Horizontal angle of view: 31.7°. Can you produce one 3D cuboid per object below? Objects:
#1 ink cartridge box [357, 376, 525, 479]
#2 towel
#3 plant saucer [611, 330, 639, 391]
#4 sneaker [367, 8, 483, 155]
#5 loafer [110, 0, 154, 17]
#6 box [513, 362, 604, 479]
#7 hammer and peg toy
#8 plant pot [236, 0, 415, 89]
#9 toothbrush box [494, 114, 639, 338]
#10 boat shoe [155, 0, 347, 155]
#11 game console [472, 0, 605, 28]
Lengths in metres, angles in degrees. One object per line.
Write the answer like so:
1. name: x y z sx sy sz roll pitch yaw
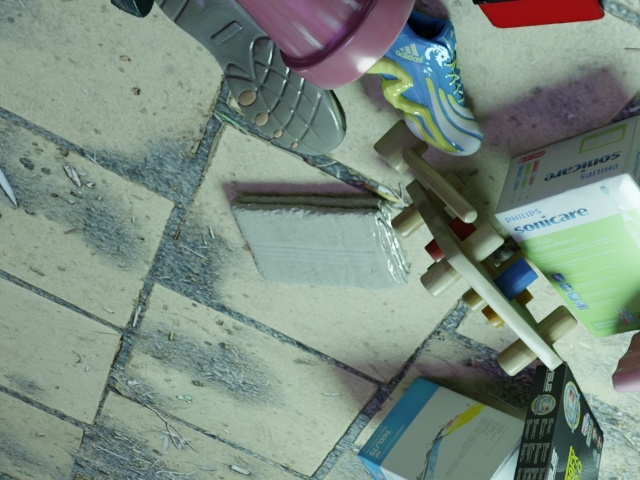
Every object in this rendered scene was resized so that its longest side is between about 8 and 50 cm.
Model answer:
1. ink cartridge box: 0.252 0.411 2.022 0.270 0.197 0.198 17 148 46
2. towel: 0.000 0.000 1.854 0.282 0.049 0.187 4 137 25
3. plant saucer: 0.576 0.150 1.596 0.332 0.084 0.332 -8 169 -2
4. sneaker: 0.151 -0.213 1.487 0.240 0.091 0.126 39 139 -18
5. loafer: -0.282 -0.378 1.540 0.061 0.062 0.170 12 140 22
6. box: 0.406 0.379 1.912 0.060 0.270 0.216 -8 132 30
7. hammer and peg toy: 0.196 0.015 1.596 0.127 0.266 0.361 -40 117 10
8. plant pot: -0.013 -0.309 1.338 0.180 0.201 0.201 30 144 -32
9. toothbrush box: 0.411 -0.010 1.569 0.206 0.122 0.283 -19 127 40
10. boat shoe: -0.073 -0.273 1.503 0.132 0.130 0.355 -20 120 38
11. game console: 0.262 -0.320 1.367 0.144 0.085 0.124 0 105 27
